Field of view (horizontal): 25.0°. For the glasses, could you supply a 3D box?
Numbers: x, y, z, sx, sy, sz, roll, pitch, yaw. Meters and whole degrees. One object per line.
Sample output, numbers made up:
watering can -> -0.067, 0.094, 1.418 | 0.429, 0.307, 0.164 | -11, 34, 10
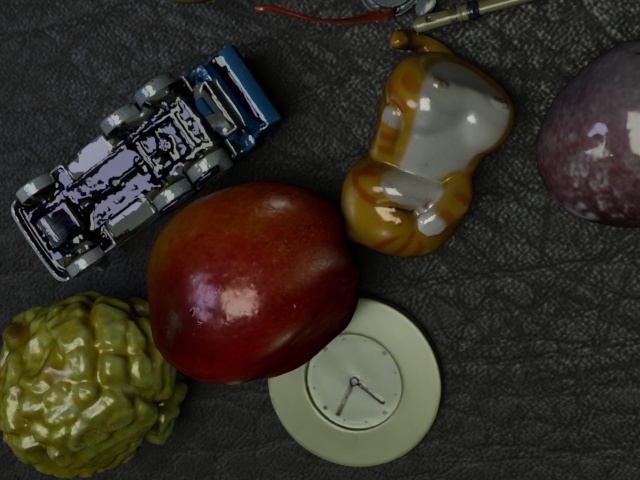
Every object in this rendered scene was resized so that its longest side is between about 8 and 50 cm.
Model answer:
glasses -> 0.035, -0.357, 1.663 | 0.118, 0.268, 0.234 | 12, 112, 29

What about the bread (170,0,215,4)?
bread -> -0.133, -0.428, 1.701 | 0.159, 0.305, 0.305 | -2, 102, -12

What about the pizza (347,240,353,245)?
pizza -> -0.015, -0.001, 1.873 | 0.099, 0.029, 0.100 | 47, 110, 5

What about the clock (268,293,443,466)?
clock -> 0.045, 0.183, 1.895 | 0.235, 0.029, 0.235 | 3, 102, 15

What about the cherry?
cherry -> 0.367, -0.118, 1.650 | 0.266, 0.183, 0.213 | -30, 82, 36

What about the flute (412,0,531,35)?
flute -> 0.223, -0.286, 1.725 | 0.233, 0.027, 0.027 | -14, 97, 12

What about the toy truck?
toy truck -> -0.213, -0.098, 1.838 | 0.367, 0.175, 0.146 | -34, 88, 20

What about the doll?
doll -> 0.121, -0.101, 1.743 | 0.167, 0.162, 0.269 | 20, 102, -14

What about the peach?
peach -> -0.082, 0.059, 1.767 | 0.275, 0.245, 0.248 | -23, 113, 41

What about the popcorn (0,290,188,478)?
popcorn -> -0.301, 0.191, 1.892 | 0.258, 0.224, 0.270 | -8, 141, -10
